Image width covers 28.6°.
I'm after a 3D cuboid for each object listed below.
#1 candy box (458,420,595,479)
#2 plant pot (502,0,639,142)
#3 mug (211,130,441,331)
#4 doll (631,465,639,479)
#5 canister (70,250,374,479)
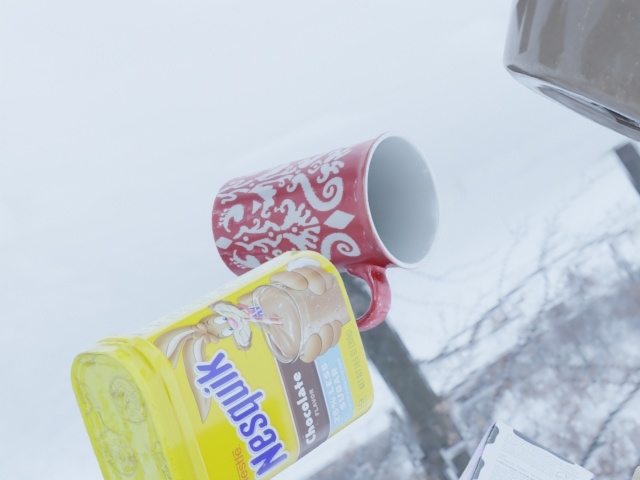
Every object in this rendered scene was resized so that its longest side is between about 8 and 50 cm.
[{"bbox_3d":[0.070,0.216,0.673,0.165,0.070,0.196,-65,172,24],"label":"candy box"},{"bbox_3d":[0.215,-0.172,0.706,0.229,0.263,0.263,-65,167,5],"label":"plant pot"},{"bbox_3d":[-0.005,-0.007,1.041,0.169,0.113,0.150,-9,-131,35],"label":"mug"},{"bbox_3d":[0.400,0.265,1.211,0.129,0.189,0.046,43,63,-50],"label":"doll"},{"bbox_3d":[-0.053,0.089,0.762,0.073,0.126,0.170,-3,-161,46],"label":"canister"}]
